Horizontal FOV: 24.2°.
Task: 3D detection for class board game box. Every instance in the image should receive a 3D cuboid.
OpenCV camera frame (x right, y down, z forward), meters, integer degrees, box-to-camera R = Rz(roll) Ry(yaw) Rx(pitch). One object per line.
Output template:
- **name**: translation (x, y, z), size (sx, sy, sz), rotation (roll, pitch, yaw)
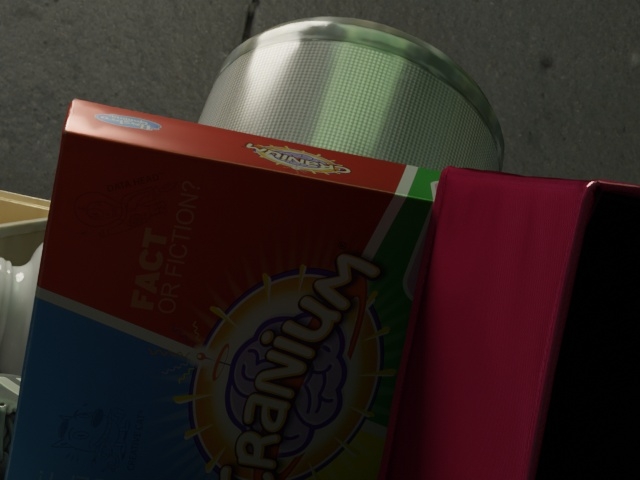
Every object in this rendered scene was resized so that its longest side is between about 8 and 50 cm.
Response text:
- **board game box**: translation (-0.006, 0.070, 0.843), size (0.317, 0.242, 0.064), rotation (10, 19, -8)

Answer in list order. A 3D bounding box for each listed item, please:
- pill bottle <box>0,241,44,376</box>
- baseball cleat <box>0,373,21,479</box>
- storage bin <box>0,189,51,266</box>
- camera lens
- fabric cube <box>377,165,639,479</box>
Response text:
- **pill bottle**: translation (-0.143, 0.076, 1.154), size (0.264, 0.146, 0.146), rotation (9, 4, -17)
- **baseball cleat**: translation (-0.152, 0.117, 0.922), size (0.206, 0.072, 0.109), rotation (9, -15, -34)
- **storage bin**: translation (-0.398, 0.010, 1.516), size (0.260, 0.123, 0.262), rotation (12, 7, 12)
- **camera lens**: translation (0.000, 0.000, 1.031), size (0.219, 0.274, 0.219), rotation (12, -35, 9)
- **fabric cube**: translation (0.177, 0.112, 0.674), size (0.259, 0.254, 0.258), rotation (10, 2, -8)
